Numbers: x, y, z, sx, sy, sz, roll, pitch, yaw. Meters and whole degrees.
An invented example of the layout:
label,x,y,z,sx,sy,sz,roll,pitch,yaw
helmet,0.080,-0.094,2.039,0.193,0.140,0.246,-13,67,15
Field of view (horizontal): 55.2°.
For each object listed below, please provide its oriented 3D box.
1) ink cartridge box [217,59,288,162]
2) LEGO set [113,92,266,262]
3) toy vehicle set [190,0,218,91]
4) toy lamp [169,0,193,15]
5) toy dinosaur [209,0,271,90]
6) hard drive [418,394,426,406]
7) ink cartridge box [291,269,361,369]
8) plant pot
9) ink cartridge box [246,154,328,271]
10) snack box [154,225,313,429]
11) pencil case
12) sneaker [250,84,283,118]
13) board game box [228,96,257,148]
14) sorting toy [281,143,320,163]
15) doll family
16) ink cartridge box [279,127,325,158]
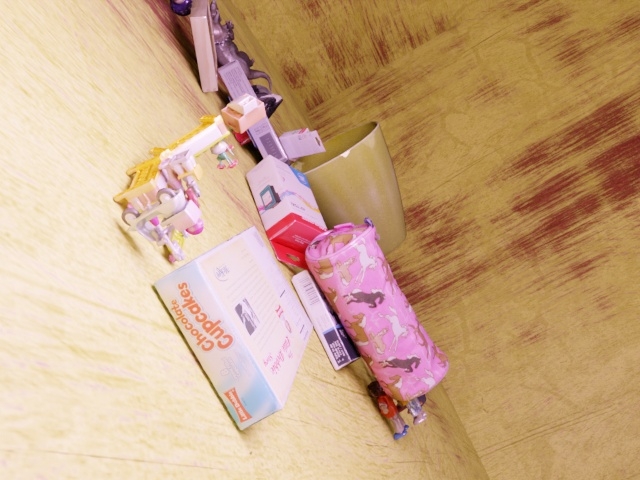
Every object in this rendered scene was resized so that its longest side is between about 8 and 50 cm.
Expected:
label,x,y,z,sx,sy,sz,roll,pitch,yaw
ink cartridge box,-0.164,-0.307,1.591,0.275,0.060,0.239,63,1,-2
LEGO set,-0.149,-0.071,0.756,0.107,0.132,0.287,63,28,-27
toy vehicle set,-0.274,-0.474,1.454,0.266,0.035,0.165,-106,-170,-58
toy lamp,-0.361,-0.594,1.424,0.080,0.080,0.275,61,9,0
toy dinosaur,-0.263,-0.538,1.777,0.313,0.121,0.160,57,19,-29
hard drive,0.247,0.385,1.899,0.254,0.054,0.172,58,8,-19
ink cartridge box,0.022,0.167,1.305,0.206,0.045,0.208,63,7,11
plant pot,0.091,-0.105,1.549,0.293,0.275,0.274,60,8,-17
ink cartridge box,-0.063,-0.056,1.312,0.134,0.078,0.231,23,37,-52
snack box,-0.093,0.090,0.798,0.187,0.060,0.322,60,8,-4
pencil case,0.120,0.145,1.263,0.386,0.167,0.160,61,-15,-14
sneaker,-0.194,-0.427,1.881,0.108,0.100,0.271,38,13,-6
board game box,-0.199,-0.274,1.480,0.133,0.033,0.168,61,-1,-4
sorting toy,-0.042,-0.272,2.096,0.196,0.047,0.347,13,24,-13
doll family,0.190,0.342,1.467,0.163,0.118,0.263,61,8,-1
ink cartridge box,-0.041,-0.244,1.521,0.029,0.115,0.062,-56,130,-43
